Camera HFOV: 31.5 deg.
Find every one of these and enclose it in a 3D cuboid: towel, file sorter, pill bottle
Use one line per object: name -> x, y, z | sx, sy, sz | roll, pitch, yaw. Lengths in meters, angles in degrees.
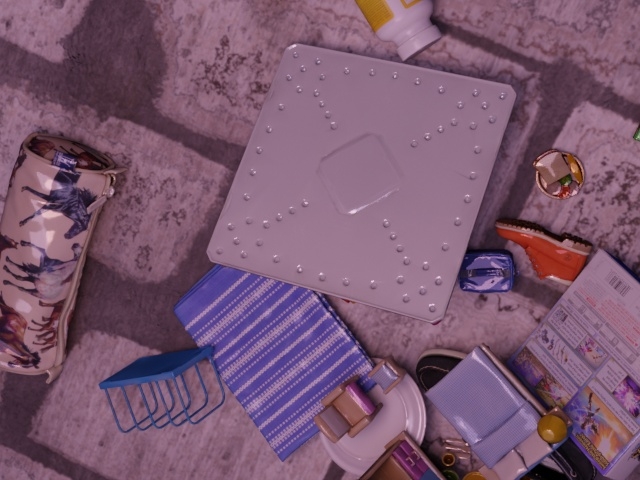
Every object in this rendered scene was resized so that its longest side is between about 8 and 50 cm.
towel -> -0.080, 0.171, 1.924 | 0.243, 0.040, 0.336 | -41, 78, 17
file sorter -> -0.266, 0.259, 1.949 | 0.170, 0.118, 0.104 | -13, 101, 33
pill bottle -> 0.113, -0.379, 1.786 | 0.103, 0.103, 0.184 | -31, 91, 16

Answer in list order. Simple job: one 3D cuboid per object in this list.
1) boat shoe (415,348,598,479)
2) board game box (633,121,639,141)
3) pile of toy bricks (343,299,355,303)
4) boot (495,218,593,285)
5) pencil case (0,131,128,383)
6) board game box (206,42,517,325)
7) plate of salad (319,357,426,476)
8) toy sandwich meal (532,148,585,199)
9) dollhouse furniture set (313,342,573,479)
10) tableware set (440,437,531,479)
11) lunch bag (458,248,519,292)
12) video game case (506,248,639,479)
boat shoe -> 0.289, 0.302, 1.828 | 0.340, 0.113, 0.127 | 35, 140, 3
board game box -> 0.665, -0.190, 1.714 | 0.317, 0.046, 0.213 | 24, 104, 8
pile of toy bricks -> 0.000, 0.000, 1.878 | 0.212, 0.105, 0.118 | 44, 77, -13
boot -> 0.346, 0.018, 1.819 | 0.158, 0.059, 0.085 | 21, 108, 8
pencil case -> -0.473, 0.030, 1.961 | 0.183, 0.160, 0.410 | 22, 103, 24
board game box -> 0.065, -0.094, 1.758 | 0.390, 0.050, 0.390 | 15, 74, 20
plate of salad -> 0.087, 0.297, 1.904 | 0.200, 0.048, 0.200 | -3, 82, 25
toy sandwich meal -> 0.379, -0.105, 1.804 | 0.085, 0.029, 0.086 | 2, 99, 13
dollhouse furniture set -> 0.172, 0.278, 1.700 | 0.286, 0.198, 0.303 | 49, 118, 7
tableware set -> 0.272, 0.378, 1.879 | 0.154, 0.024, 0.104 | 6, 63, 11
lunch bag -> 0.272, 0.051, 1.836 | 0.098, 0.065, 0.067 | -2, 99, 14
video game case -> 0.446, 0.187, 1.738 | 0.244, 0.061, 0.269 | -52, 42, 14
